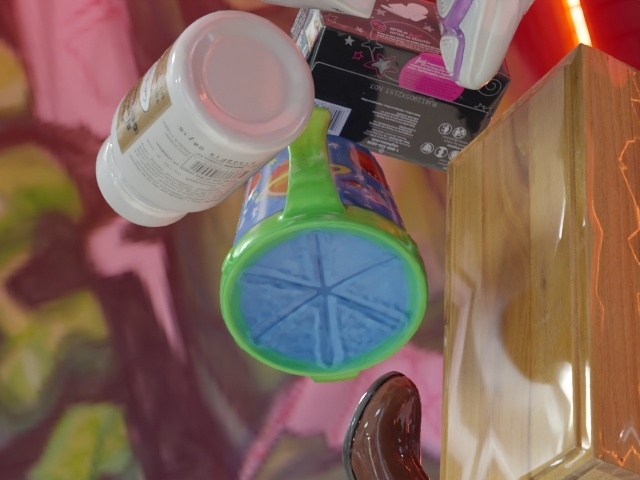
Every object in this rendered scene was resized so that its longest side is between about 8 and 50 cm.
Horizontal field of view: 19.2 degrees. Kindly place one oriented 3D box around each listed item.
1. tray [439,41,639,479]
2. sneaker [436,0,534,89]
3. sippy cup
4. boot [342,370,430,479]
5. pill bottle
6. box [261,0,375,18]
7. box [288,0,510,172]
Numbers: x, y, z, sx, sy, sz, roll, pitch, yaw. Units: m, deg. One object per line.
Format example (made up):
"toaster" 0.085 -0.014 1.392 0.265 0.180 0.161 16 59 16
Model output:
"tray" 0.183 0.053 1.567 0.076 0.411 0.203 24 -41 -22
"sneaker" 0.195 -0.265 1.594 0.152 0.305 0.114 16 10 -18
"sippy cup" 0.000 0.000 2.180 0.240 0.224 0.305 23 -57 -19
"boot" 0.142 0.281 1.894 0.280 0.264 0.096 10 -2 44
"pill bottle" -0.111 -0.098 1.664 0.131 0.131 0.229 -11 -14 -31
"box" -0.028 -0.400 1.720 0.215 0.345 0.168 15 -5 40
"box" 0.084 -0.206 2.334 0.247 0.142 0.163 15 -54 -15
